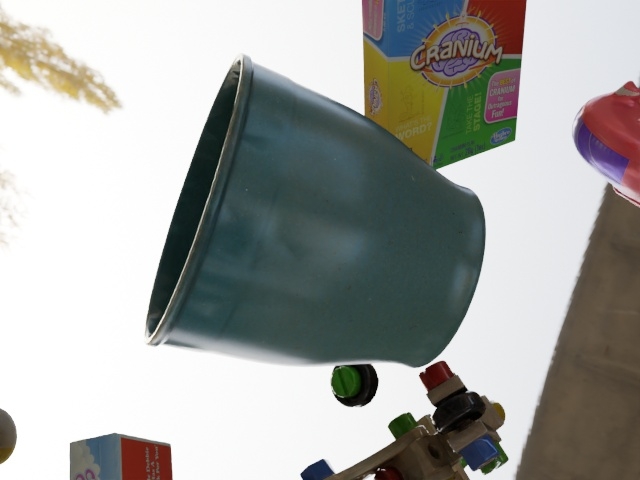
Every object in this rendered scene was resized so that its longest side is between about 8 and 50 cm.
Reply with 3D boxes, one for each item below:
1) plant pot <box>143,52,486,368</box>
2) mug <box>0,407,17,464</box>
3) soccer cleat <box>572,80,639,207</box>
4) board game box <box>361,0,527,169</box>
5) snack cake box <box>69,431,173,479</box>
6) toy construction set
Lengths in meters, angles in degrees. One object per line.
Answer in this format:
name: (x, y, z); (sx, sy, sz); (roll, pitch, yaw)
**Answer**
plant pot: (0.000, 0.000, 0.798); (0.272, 0.255, 0.271); (-162, -90, -75)
mug: (-0.374, 0.219, 0.919); (0.064, 0.062, 0.078); (-13, -135, 28)
soccer cleat: (0.235, -0.031, 0.527); (0.095, 0.248, 0.083); (-56, -135, 36)
board game box: (0.172, -0.256, 1.196); (0.064, 0.242, 0.316); (41, -35, 46)
snack cake box: (-0.282, 0.422, 1.238); (0.089, 0.152, 0.264); (-15, -114, 19)
toy construction set: (0.163, 0.263, 0.983); (0.309, 0.237, 0.257); (32, -77, 38)
